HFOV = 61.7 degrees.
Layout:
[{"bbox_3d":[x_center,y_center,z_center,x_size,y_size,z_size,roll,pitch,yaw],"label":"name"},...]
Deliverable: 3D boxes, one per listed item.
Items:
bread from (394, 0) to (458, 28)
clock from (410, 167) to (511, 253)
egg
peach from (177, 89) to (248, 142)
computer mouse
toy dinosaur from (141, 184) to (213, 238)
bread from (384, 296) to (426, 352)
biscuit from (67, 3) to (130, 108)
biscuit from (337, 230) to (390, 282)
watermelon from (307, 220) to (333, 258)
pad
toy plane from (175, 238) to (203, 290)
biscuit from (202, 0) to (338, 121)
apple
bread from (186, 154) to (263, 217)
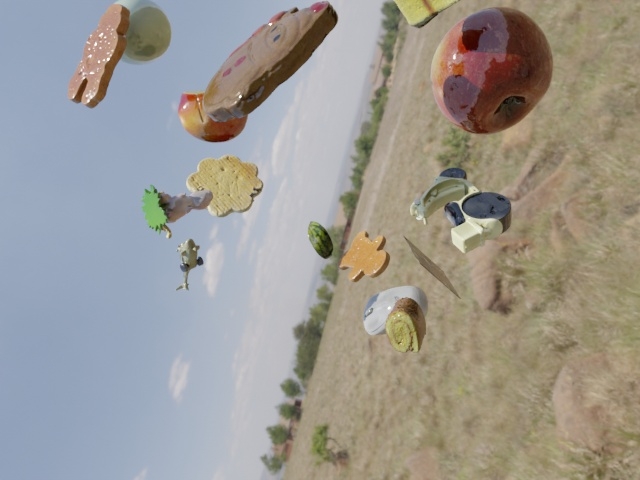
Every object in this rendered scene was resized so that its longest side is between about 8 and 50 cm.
[{"bbox_3d":[0.245,-0.692,1.313,0.167,0.264,0.163,-8,43,51],"label":"bread"},{"bbox_3d":[0.483,-0.120,1.886,0.379,0.276,0.120,47,160,50],"label":"clock"},{"bbox_3d":[-0.659,-0.748,1.922,0.371,0.230,0.230,-90,13,-64],"label":"egg"},{"bbox_3d":[-0.400,-0.499,2.095,0.249,0.274,0.245,-82,-23,-45],"label":"peach"},{"bbox_3d":[0.293,0.283,2.196,0.121,0.296,0.184,41,-137,-46],"label":"computer mouse"},{"bbox_3d":[-0.447,-0.115,1.646,0.194,0.152,0.177,-35,-13,32],"label":"toy dinosaur"},{"bbox_3d":[0.254,0.251,1.589,0.172,0.103,0.132,-31,-75,-69],"label":"bread"},{"bbox_3d":[-0.672,-0.567,1.653,0.047,0.202,0.334,22,-93,-52],"label":"biscuit"},{"bbox_3d":[0.140,0.056,1.615,0.165,0.036,0.250,-55,23,-4],"label":"biscuit"},{"bbox_3d":[0.009,-0.003,2.091,0.163,0.069,0.087,62,-156,-6],"label":"watermelon"},{"bbox_3d":[0.356,0.086,1.710,0.003,0.235,0.158,-42,32,15],"label":"pad"},{"bbox_3d":[-0.532,0.101,2.129,0.092,0.108,0.286,-28,-37,-40],"label":"toy plane"},{"bbox_3d":[-0.127,-0.435,1.269,0.381,0.074,0.359,-35,36,18],"label":"biscuit"},{"bbox_3d":[0.494,-0.484,1.560,0.348,0.348,0.277,102,151,-62],"label":"apple"},{"bbox_3d":[-0.391,-0.222,2.199,0.054,0.316,0.316,99,-174,-61],"label":"bread"}]
